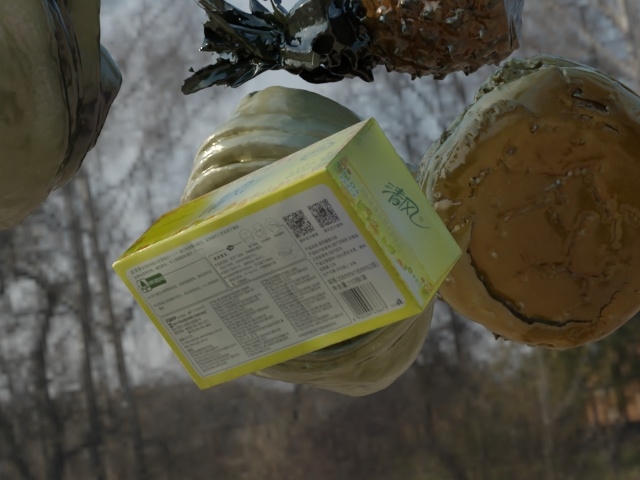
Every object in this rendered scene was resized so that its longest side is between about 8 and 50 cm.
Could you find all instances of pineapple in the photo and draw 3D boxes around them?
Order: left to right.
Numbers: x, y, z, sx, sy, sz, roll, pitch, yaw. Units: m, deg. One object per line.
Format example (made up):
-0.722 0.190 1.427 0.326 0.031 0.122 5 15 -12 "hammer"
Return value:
0.021 -0.217 1.610 0.364 0.165 0.165 -10 -7 15 "pineapple"

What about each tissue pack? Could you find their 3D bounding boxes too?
-0.021 0.010 0.885 0.176 0.095 0.062 -23 19 40 "tissue pack"

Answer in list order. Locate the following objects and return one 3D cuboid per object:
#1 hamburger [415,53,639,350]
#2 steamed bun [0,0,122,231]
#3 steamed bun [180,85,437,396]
0.167 -0.023 1.149 0.214 0.213 0.108 -9 13 -5 "hamburger"
-0.278 -0.151 1.239 0.247 0.339 0.352 7 16 -1 "steamed bun"
-0.003 -0.001 1.560 0.276 0.289 0.203 13 -5 -7 "steamed bun"
